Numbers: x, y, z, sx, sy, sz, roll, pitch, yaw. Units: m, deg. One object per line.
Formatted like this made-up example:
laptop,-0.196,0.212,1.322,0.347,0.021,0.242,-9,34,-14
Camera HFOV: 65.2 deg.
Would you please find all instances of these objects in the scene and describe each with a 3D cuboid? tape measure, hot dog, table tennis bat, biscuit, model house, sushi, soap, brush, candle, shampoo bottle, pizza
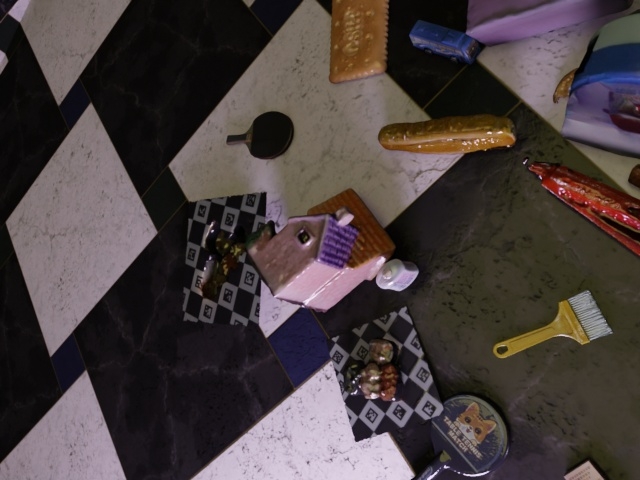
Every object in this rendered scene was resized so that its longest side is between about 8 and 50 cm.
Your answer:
tape measure,0.530,-0.241,0.781,0.259,0.262,0.138,22,84,32
hot dog,0.258,-0.224,1.047,0.289,0.083,0.068,6,66,32
table tennis bat,0.261,0.403,0.975,0.236,0.027,0.150,-51,59,13
biscuit,0.091,-0.513,1.220,0.160,0.030,0.249,-1,82,32
model house,0.000,0.000,1.083,0.237,0.237,0.202,-40,57,16
sushi,-0.235,0.051,1.323,0.320,0.069,0.339,-5,80,40
table tennis bat,-0.166,-0.281,1.351,0.220,0.019,0.130,1,82,31
soap,0.418,-0.543,0.917,0.285,0.107,0.296,8,95,51
sushi,0.117,0.283,1.058,0.220,0.047,0.231,-29,64,26
brush,0.414,0.170,0.923,0.205,0.011,0.083,-31,68,25
candle,0.487,-0.067,0.887,0.302,0.059,0.084,40,94,31
shampoo bottle,0.157,0.072,1.045,0.072,0.099,0.043,-48,61,17
pizza,0.474,-0.296,0.956,0.037,0.016,0.083,43,101,31

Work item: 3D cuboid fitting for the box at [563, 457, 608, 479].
box,0.462,0.420,0.845,0.053,0.024,0.083,-46,60,18

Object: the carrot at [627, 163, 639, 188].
carrot,0.595,-0.080,0.826,0.161,0.055,0.055,34,101,34

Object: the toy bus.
toy bus,0.266,-0.428,1.080,0.153,0.061,0.051,34,95,33
